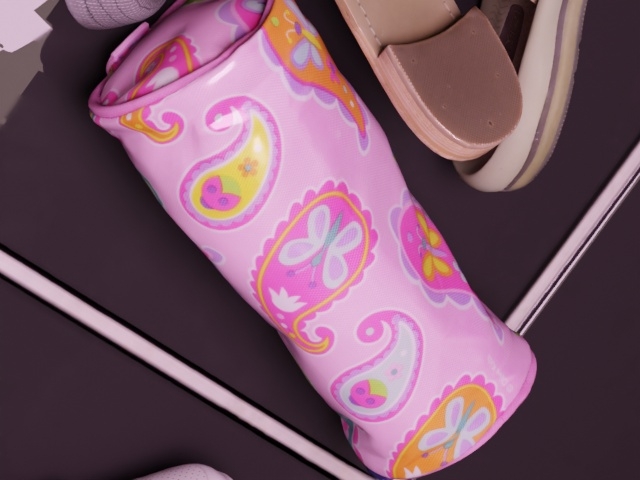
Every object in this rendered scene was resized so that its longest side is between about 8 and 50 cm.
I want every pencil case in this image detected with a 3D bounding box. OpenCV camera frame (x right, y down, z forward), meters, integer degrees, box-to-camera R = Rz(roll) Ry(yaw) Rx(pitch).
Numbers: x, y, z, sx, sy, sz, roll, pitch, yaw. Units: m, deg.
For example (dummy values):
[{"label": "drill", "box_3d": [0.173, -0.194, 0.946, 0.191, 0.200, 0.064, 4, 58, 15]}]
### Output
[{"label": "pencil case", "box_3d": [0.000, 0.000, 0.822, 0.124, 0.124, 0.284, -39, 119, -6]}]

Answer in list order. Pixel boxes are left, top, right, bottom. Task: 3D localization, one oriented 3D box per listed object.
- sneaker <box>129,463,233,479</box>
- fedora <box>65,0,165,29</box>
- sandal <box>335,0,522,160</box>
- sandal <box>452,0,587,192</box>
[{"label": "sneaker", "box_3d": [-0.185, 0.161, 0.805, 0.292, 0.108, 0.169, -28, 119, -10]}, {"label": "fedora", "box_3d": [-0.106, -0.222, 0.659, 0.124, 0.275, 0.244, 11, 148, 4]}, {"label": "sandal", "box_3d": [0.016, -0.142, 0.796, 0.088, 0.079, 0.240, -22, 83, -29]}, {"label": "sandal", "box_3d": [0.097, -0.171, 0.806, 0.086, 0.120, 0.303, 7, 106, -10]}]
